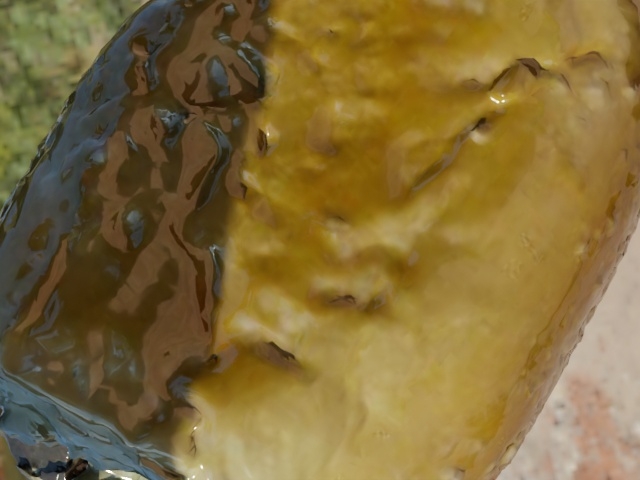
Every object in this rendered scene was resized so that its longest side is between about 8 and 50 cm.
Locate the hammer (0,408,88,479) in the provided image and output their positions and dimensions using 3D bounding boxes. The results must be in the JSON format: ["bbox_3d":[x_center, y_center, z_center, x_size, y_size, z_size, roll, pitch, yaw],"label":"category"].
[{"bbox_3d":[-0.100,0.009,0.853,0.027,0.125,0.297,-27,-37,-58],"label":"hammer"}]

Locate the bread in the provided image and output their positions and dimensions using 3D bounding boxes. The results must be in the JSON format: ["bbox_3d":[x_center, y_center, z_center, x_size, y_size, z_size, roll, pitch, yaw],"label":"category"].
[{"bbox_3d":[0.000,0.000,0.523,0.176,0.246,0.195,35,171,-3],"label":"bread"}]
